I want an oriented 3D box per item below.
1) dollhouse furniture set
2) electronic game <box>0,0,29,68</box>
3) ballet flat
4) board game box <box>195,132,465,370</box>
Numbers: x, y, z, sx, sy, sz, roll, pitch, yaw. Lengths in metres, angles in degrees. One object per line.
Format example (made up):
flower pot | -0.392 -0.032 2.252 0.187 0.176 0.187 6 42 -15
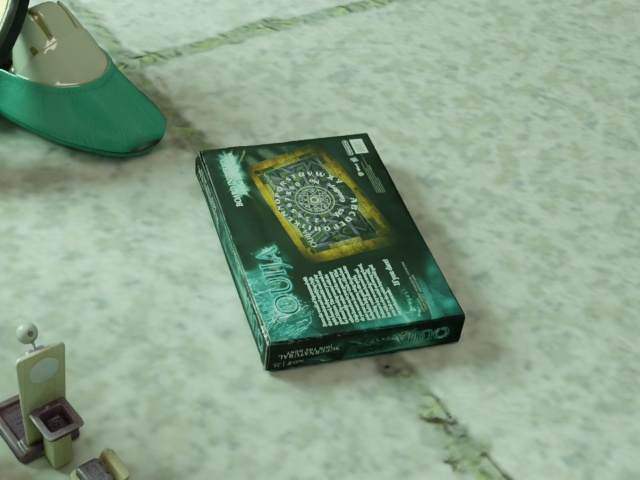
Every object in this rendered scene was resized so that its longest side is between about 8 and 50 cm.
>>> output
dollhouse furniture set | -0.165 0.097 0.556 0.114 0.081 0.091 -24 50 -32
electronic game | -0.299 -0.163 0.775 0.229 0.048 0.229 -5 74 16
ballet flat | -0.220 -0.138 0.809 0.247 0.087 0.083 24 42 17
board game box | 0.000 0.000 0.735 0.126 0.026 0.186 -7 44 -16
